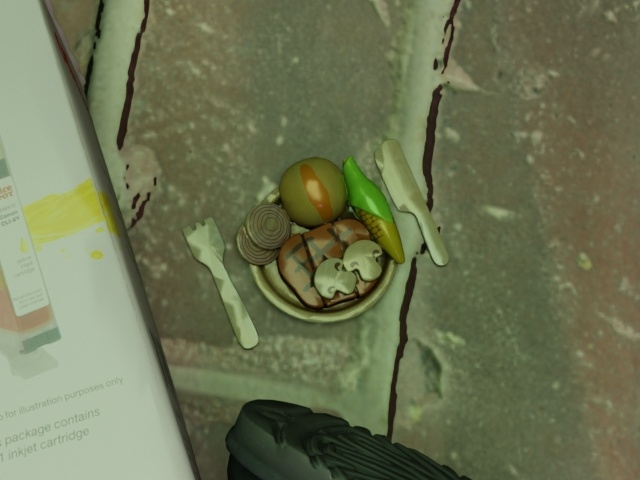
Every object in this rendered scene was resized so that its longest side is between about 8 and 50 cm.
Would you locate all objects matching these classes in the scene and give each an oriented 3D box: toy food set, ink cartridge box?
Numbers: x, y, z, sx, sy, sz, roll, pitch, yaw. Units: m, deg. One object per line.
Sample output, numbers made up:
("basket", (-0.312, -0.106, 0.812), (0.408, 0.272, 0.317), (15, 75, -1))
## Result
("toy food set", (0.000, 0.000, 1.199), (0.192, 0.038, 0.132), (-24, 80, -8))
("ink cartridge box", (-0.203, 0.049, 1.055), (0.160, 0.279, 0.385), (-17, 78, -5))

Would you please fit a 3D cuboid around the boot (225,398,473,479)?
("boot", (0.017, 0.371, 0.936), (0.367, 0.146, 0.445), (28, 99, 9))
